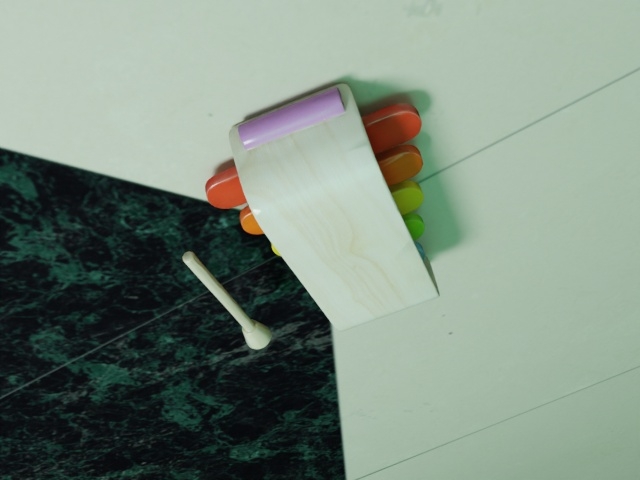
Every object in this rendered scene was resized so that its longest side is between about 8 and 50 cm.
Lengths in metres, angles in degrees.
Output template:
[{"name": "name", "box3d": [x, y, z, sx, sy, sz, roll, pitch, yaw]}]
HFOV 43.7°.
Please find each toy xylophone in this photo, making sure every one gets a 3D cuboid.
[{"name": "toy xylophone", "box3d": [0.000, 0.000, 0.780, 0.236, 0.081, 0.322, -16, 143, 3]}]
